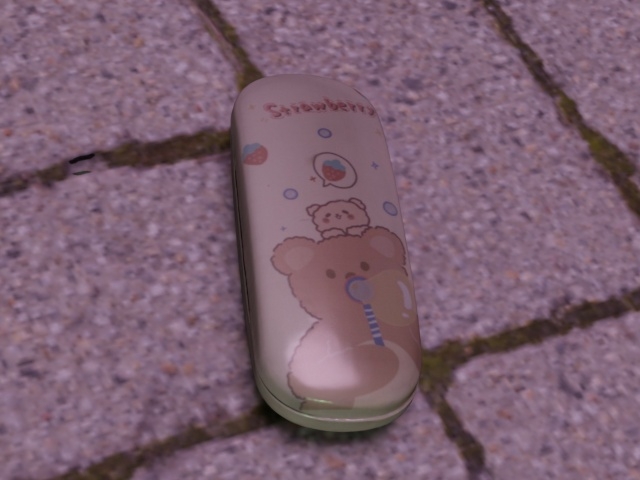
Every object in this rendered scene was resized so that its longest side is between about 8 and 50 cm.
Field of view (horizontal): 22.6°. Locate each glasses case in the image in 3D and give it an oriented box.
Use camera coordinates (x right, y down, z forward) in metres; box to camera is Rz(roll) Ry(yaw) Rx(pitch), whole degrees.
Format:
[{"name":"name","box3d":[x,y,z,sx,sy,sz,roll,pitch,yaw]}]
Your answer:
[{"name":"glasses case","box3d":[0.000,0.000,0.766,0.081,0.051,0.204,0,51,-13]}]
